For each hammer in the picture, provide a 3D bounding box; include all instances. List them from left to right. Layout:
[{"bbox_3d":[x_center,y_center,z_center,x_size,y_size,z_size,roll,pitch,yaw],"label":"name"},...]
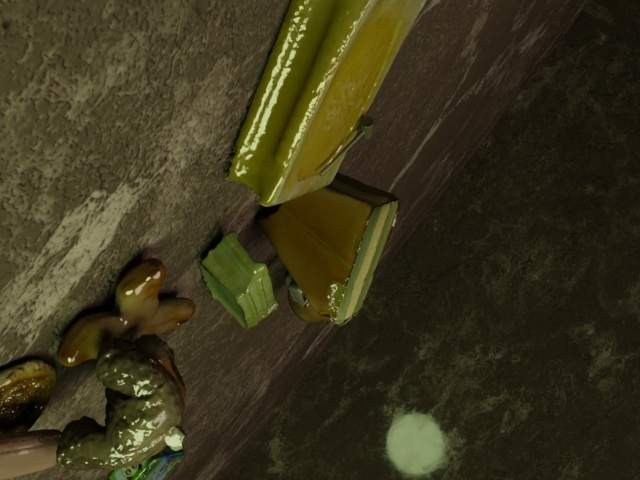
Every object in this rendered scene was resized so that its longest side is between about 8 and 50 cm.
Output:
[{"bbox_3d":[0.036,-0.134,0.784,0.110,0.019,0.035,-45,164,-11],"label":"hammer"}]

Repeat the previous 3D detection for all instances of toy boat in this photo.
[{"bbox_3d":[-0.133,0.080,0.911,0.084,0.111,0.276,-43,167,-15],"label":"toy boat"}]

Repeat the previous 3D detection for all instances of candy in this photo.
[{"bbox_3d":[-0.386,0.508,1.226,0.097,0.062,0.194,-49,165,-10],"label":"candy"}]

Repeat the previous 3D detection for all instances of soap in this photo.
[{"bbox_3d":[0.007,-0.206,0.723,0.199,0.091,0.315,-31,155,-58],"label":"soap"}]

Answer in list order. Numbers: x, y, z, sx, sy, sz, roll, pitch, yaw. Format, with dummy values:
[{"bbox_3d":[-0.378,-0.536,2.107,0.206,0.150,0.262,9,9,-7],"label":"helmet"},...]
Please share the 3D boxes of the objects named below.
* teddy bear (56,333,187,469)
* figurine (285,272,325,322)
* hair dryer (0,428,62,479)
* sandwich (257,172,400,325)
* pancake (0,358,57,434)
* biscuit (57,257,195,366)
[{"bbox_3d":[-0.231,0.211,0.705,0.190,0.140,0.177,-178,-70,-83],"label":"teddy bear"},{"bbox_3d":[0.025,0.060,1.246,0.342,0.167,0.285,9,111,-51],"label":"figurine"},{"bbox_3d":[-0.366,0.242,0.551,0.189,0.106,0.344,-51,162,-5],"label":"hair dryer"},{"bbox_3d":[0.000,0.000,0.951,0.155,0.198,0.227,-20,131,-62],"label":"sandwich"},{"bbox_3d":[-0.374,0.205,0.629,0.158,0.028,0.158,-48,163,-21],"label":"pancake"},{"bbox_3d":[-0.256,0.116,0.743,0.164,0.047,0.208,-49,165,-17],"label":"biscuit"}]
